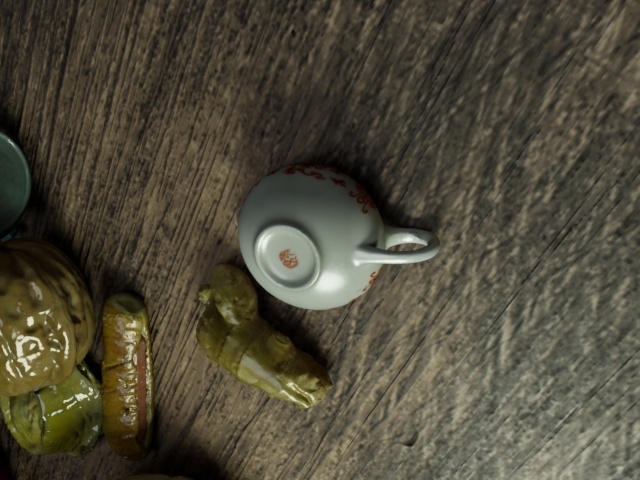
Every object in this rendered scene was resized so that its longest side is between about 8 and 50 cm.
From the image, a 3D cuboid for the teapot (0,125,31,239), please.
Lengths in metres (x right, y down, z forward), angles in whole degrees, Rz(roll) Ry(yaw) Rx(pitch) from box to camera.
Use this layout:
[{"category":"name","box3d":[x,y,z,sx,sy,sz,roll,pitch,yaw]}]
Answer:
[{"category":"teapot","box3d":[-0.510,-0.071,0.903,0.225,0.171,0.203,3,143,35]}]

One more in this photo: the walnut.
[{"category":"walnut","box3d":[-0.404,0.105,0.887,0.213,0.213,0.213,11,116,24]}]

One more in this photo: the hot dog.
[{"category":"hot dog","box3d":[-0.281,0.204,0.948,0.087,0.061,0.286,20,119,33]}]

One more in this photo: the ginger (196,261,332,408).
[{"category":"ginger","box3d":[-0.086,0.131,0.797,0.115,0.081,0.205,-41,80,3]}]

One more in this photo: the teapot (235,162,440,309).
[{"category":"teapot","box3d":[0.000,0.000,0.688,0.245,0.116,0.159,11,105,18]}]

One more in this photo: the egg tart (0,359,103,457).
[{"category":"egg tart","box3d":[-0.435,0.251,1.034,0.252,0.098,0.232,-16,99,36]}]

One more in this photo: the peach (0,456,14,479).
[{"category":"peach","box3d":[-0.659,0.477,1.162,0.245,0.248,0.275,-15,109,9]}]

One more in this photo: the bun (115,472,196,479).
[{"category":"bun","box3d":[-0.228,0.503,0.954,0.365,0.219,0.365,3,97,19]}]
